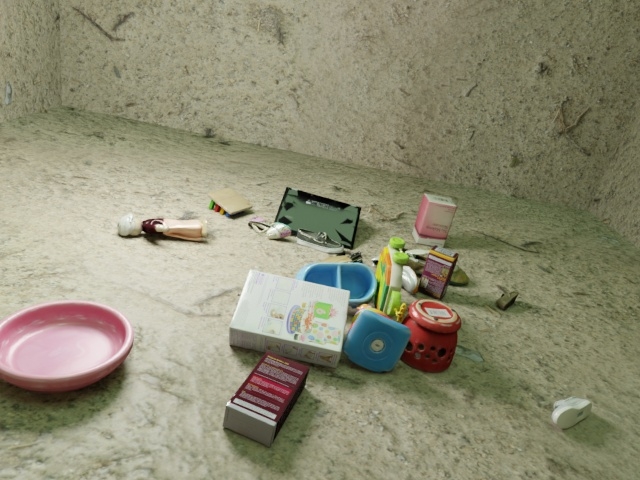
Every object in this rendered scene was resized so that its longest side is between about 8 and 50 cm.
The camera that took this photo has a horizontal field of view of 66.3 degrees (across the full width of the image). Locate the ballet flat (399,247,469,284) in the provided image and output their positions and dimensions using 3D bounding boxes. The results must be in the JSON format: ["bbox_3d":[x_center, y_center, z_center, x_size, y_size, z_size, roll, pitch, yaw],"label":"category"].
[{"bbox_3d":[0.486,0.104,2.113,0.348,0.123,0.123,13,24,1],"label":"ballet flat"}]

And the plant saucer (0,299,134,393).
[{"bbox_3d":[-0.650,0.271,1.241,0.332,0.084,0.332,10,23,-4],"label":"plant saucer"}]

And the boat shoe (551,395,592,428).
[{"bbox_3d":[0.718,0.491,1.427,0.184,0.066,0.063,-8,17,-34],"label":"boat shoe"}]

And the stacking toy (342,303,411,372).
[{"bbox_3d":[0.157,0.272,1.568,0.175,0.166,0.302,25,11,-9],"label":"stacking toy"}]

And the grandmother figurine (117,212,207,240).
[{"bbox_3d":[-0.633,-0.053,1.967,0.342,0.104,0.208,1,-2,-16],"label":"grandmother figurine"}]

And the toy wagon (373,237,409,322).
[{"bbox_3d":[0.240,0.157,1.686,0.068,0.267,0.344,10,24,-1],"label":"toy wagon"}]

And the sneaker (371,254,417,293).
[{"bbox_3d":[0.298,0.142,1.994,0.121,0.099,0.262,-19,35,-14],"label":"sneaker"}]

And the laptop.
[{"bbox_3d":[-0.013,-0.102,2.430,0.381,0.236,0.408,15,52,0],"label":"laptop"}]

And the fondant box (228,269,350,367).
[{"bbox_3d":[-0.088,0.234,1.495,0.330,0.096,0.238,12,43,2],"label":"fondant box"}]

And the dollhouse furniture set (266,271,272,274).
[{"bbox_3d":[-0.144,0.176,1.713,0.114,0.091,0.081,11,39,-9],"label":"dollhouse furniture set"}]

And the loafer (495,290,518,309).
[{"bbox_3d":[0.771,0.238,2.018,0.050,0.056,0.148,35,32,30],"label":"loafer"}]

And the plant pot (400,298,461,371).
[{"bbox_3d":[0.345,0.292,1.559,0.191,0.174,0.191,10,21,-4],"label":"plant pot"}]

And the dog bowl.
[{"bbox_3d":[0.060,0.153,1.712,0.297,0.166,0.074,0,-15,-11],"label":"dog bowl"}]

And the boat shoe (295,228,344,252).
[{"bbox_3d":[0.000,0.000,2.168,0.219,0.070,0.078,13,24,3],"label":"boat shoe"}]

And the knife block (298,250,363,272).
[{"bbox_3d":[0.042,0.114,1.896,0.275,0.088,0.242,-13,8,-9],"label":"knife block"}]

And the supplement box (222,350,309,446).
[{"bbox_3d":[-0.131,0.389,1.234,0.130,0.073,0.239,19,25,13],"label":"supplement box"}]

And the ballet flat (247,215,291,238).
[{"bbox_3d":[-0.234,-0.049,2.182,0.221,0.077,0.079,20,43,29],"label":"ballet flat"}]

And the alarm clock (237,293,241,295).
[{"bbox_3d":[-0.169,0.199,1.626,0.192,0.064,0.129,28,50,19],"label":"alarm clock"}]

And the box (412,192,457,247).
[{"bbox_3d":[0.569,-0.100,2.459,0.148,0.232,0.127,10,24,-5],"label":"box"}]

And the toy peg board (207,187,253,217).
[{"bbox_3d":[-0.441,-0.166,2.350,0.160,0.079,0.161,38,32,17],"label":"toy peg board"}]

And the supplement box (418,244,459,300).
[{"bbox_3d":[0.469,0.128,1.957,0.104,0.188,0.081,23,25,23],"label":"supplement box"}]
